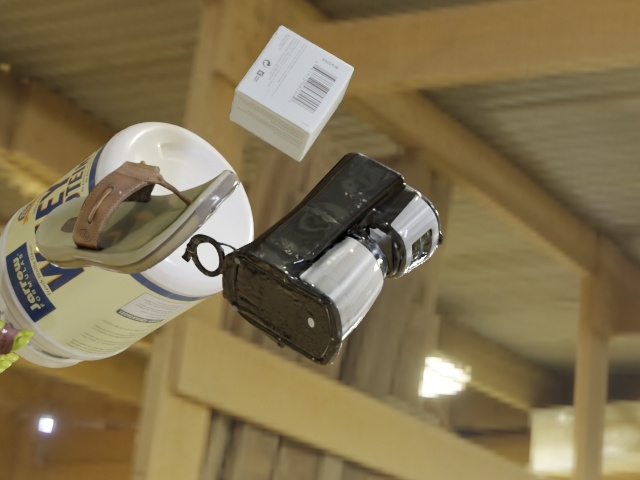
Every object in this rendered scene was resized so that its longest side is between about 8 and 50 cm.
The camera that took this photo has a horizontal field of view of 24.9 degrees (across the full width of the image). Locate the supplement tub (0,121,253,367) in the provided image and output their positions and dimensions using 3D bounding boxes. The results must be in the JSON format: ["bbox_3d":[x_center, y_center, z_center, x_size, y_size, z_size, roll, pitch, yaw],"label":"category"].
[{"bbox_3d":[-0.270,0.015,1.879,0.235,0.235,0.325,22,-40,-38],"label":"supplement tub"}]

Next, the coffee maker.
[{"bbox_3d":[0.000,0.000,1.351,0.171,0.178,0.120,44,-37,2],"label":"coffee maker"}]

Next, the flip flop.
[{"bbox_3d":[-0.186,-0.032,1.350,0.277,0.112,0.080,-2,-53,48],"label":"flip flop"}]

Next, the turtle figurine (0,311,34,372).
[{"bbox_3d":[-0.445,0.063,1.743,0.087,0.217,0.269,-32,14,4],"label":"turtle figurine"}]

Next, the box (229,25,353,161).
[{"bbox_3d":[-0.034,-0.166,1.646,0.102,0.101,0.087,31,-21,3],"label":"box"}]
